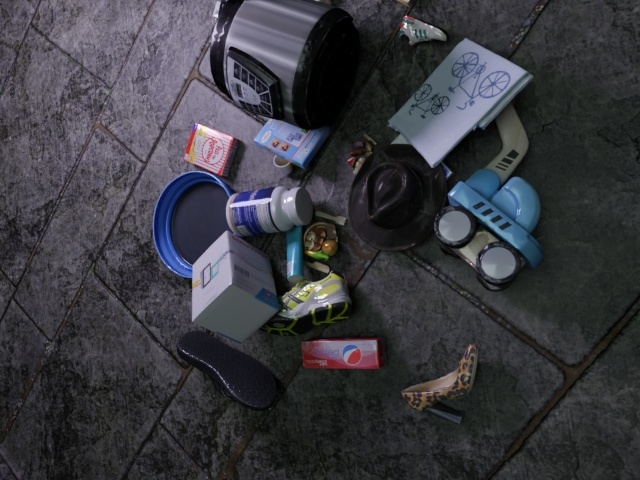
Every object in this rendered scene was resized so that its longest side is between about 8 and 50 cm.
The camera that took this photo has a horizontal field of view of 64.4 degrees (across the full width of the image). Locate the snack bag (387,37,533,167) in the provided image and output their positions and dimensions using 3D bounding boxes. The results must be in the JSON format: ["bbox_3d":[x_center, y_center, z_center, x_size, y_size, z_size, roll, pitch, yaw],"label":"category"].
[{"bbox_3d":[0.370,-0.385,1.421,0.342,0.037,0.323,-46,38,16],"label":"snack bag"}]

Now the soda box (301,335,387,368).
[{"bbox_3d":[0.074,0.355,1.612,0.263,0.083,0.092,-7,86,25],"label":"soda box"}]

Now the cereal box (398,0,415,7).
[{"bbox_3d":[0.274,-0.864,1.557,0.173,0.047,0.240,39,106,21],"label":"cereal box"}]

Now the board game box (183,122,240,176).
[{"bbox_3d":[-0.404,-0.335,1.877,0.193,0.045,0.147,24,99,24],"label":"board game box"}]

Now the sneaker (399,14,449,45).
[{"bbox_3d":[0.310,-0.621,1.539,0.161,0.057,0.075,33,120,21],"label":"sneaker"}]

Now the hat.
[{"bbox_3d":[0.202,-0.128,1.483,0.331,0.134,0.332,0,90,26],"label":"hat"}]

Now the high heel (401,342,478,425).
[{"bbox_3d":[0.344,0.392,1.470,0.186,0.093,0.261,17,105,19],"label":"high heel"}]

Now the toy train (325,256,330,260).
[{"bbox_3d":[-0.001,0.038,1.691,0.083,0.017,0.024,39,95,21],"label":"toy train"}]

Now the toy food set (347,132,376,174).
[{"bbox_3d":[0.129,-0.279,1.634,0.078,0.019,0.122,45,115,20],"label":"toy food set"}]

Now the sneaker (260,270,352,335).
[{"bbox_3d":[-0.066,0.214,1.674,0.384,0.145,0.147,-17,55,25],"label":"sneaker"}]

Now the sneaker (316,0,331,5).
[{"bbox_3d":[-0.030,-0.821,1.692,0.134,0.070,0.051,35,105,23],"label":"sneaker"}]

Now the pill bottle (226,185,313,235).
[{"bbox_3d":[-0.169,-0.099,1.700,0.264,0.153,0.153,-6,87,25],"label":"pill bottle"}]

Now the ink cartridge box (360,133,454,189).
[{"bbox_3d":[0.262,-0.203,1.551,0.208,0.045,0.206,-45,71,18],"label":"ink cartridge box"}]

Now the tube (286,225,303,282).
[{"bbox_3d":[-0.085,0.037,1.678,0.080,0.052,0.207,-25,52,31],"label":"tube"}]

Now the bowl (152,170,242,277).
[{"bbox_3d":[-0.449,-0.057,1.872,0.391,0.077,0.391,-1,87,27],"label":"bowl"}]

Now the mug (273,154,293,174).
[{"bbox_3d":[-0.114,-0.256,1.722,0.078,0.064,0.062,0,61,11],"label":"mug"}]

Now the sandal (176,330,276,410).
[{"bbox_3d":[-0.323,0.464,1.783,0.445,0.167,0.107,27,126,31],"label":"sandal"}]

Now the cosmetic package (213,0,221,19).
[{"bbox_3d":[-0.251,-0.778,1.783,0.239,0.099,0.061,21,96,24],"label":"cosmetic package"}]

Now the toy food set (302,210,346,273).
[{"bbox_3d":[0.000,0.000,1.663,0.132,0.038,0.192,17,89,23],"label":"toy food set"}]

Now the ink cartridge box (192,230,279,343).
[{"bbox_3d":[-0.284,0.150,1.663,0.197,0.198,0.270,-43,35,20],"label":"ink cartridge box"}]

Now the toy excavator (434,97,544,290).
[{"bbox_3d":[0.482,-0.145,1.382,0.445,0.222,0.433,-47,69,3],"label":"toy excavator"}]

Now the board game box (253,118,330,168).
[{"bbox_3d":[-0.096,-0.349,1.701,0.211,0.039,0.160,30,78,23],"label":"board game box"}]

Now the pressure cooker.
[{"bbox_3d":[-0.134,-0.565,1.562,0.420,0.375,0.370,26,102,17],"label":"pressure cooker"}]
